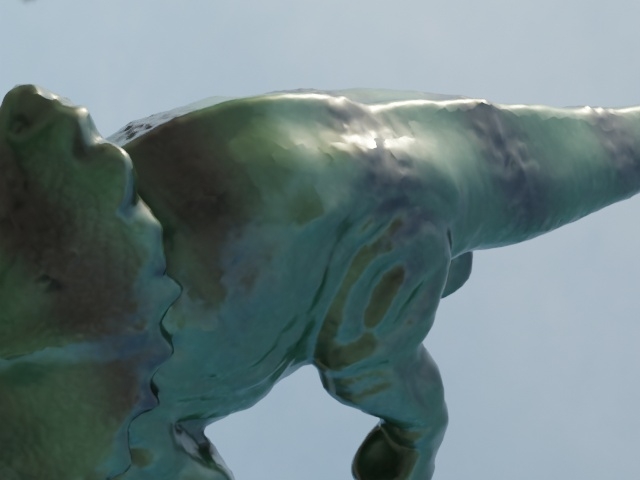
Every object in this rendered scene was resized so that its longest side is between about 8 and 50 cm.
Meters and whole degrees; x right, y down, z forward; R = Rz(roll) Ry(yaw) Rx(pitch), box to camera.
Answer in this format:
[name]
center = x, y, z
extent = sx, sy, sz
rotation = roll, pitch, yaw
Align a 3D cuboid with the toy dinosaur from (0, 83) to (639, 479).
[toy dinosaur]
center = -0.002, 0.016, 0.430
extent = 0.079, 0.292, 0.120
rotation = 34, -57, 49
